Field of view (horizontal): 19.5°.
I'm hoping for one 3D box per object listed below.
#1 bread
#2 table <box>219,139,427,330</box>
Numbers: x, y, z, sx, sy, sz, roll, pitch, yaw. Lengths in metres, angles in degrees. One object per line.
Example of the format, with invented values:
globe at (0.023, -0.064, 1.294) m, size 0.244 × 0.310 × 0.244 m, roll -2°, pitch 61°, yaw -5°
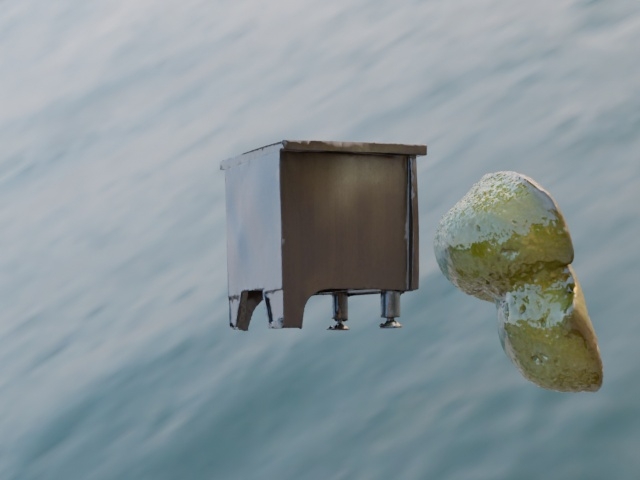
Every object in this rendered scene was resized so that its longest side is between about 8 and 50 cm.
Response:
bread at (0.121, 0.034, 1.196) m, size 0.065 × 0.149 × 0.188 m, roll -24°, pitch 6°, yaw -12°
table at (0.000, 0.000, 0.852) m, size 0.070 × 0.082 × 0.083 m, roll 1°, pitch -4°, yaw -23°
